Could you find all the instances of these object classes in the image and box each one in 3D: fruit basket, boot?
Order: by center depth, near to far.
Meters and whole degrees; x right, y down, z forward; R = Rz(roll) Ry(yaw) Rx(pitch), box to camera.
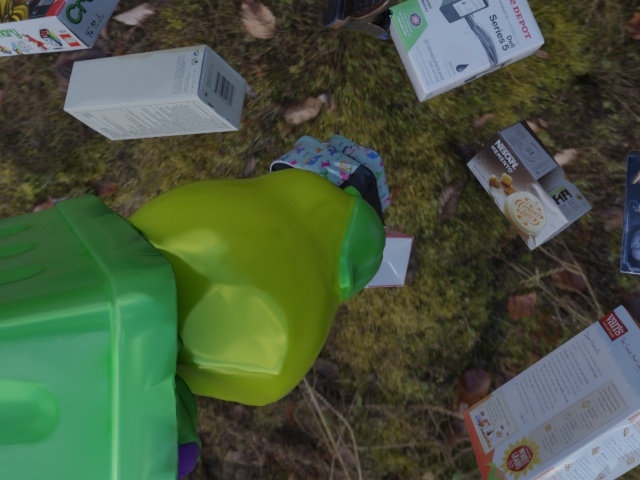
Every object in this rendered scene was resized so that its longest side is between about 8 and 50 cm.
[{"bbox_3d":[-0.128,0.086,0.593,0.392,0.392,0.282,4,99,1],"label":"fruit basket"},{"bbox_3d":[0.098,-0.400,1.388,0.106,0.219,0.082,11,91,-27],"label":"boot"}]

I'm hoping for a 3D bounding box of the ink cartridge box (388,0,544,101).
[{"bbox_3d":[0.303,-0.443,1.709,0.273,0.115,0.198,-24,90,1],"label":"ink cartridge box"}]

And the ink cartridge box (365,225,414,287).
[{"bbox_3d":[0.000,0.000,0.982,0.115,0.198,0.067,1,104,-42],"label":"ink cartridge box"}]

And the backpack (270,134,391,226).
[{"bbox_3d":[0.020,-0.115,1.759,0.254,0.191,0.225,22,149,31],"label":"backpack"}]

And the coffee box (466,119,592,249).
[{"bbox_3d":[0.457,-0.123,1.778,0.246,0.098,0.141,56,145,12],"label":"coffee box"}]

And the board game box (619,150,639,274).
[{"bbox_3d":[0.521,-0.027,1.038,0.243,0.042,0.165,6,106,29],"label":"board game box"}]

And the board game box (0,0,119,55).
[{"bbox_3d":[-0.254,-0.337,0.881,0.053,0.193,0.305,44,61,-45],"label":"board game box"}]

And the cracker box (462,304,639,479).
[{"bbox_3d":[0.281,0.195,0.891,0.232,0.155,0.067,-39,111,16],"label":"cracker box"}]

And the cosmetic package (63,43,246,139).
[{"bbox_3d":[-0.320,-0.281,1.567,0.310,0.160,0.113,1,74,24],"label":"cosmetic package"}]
